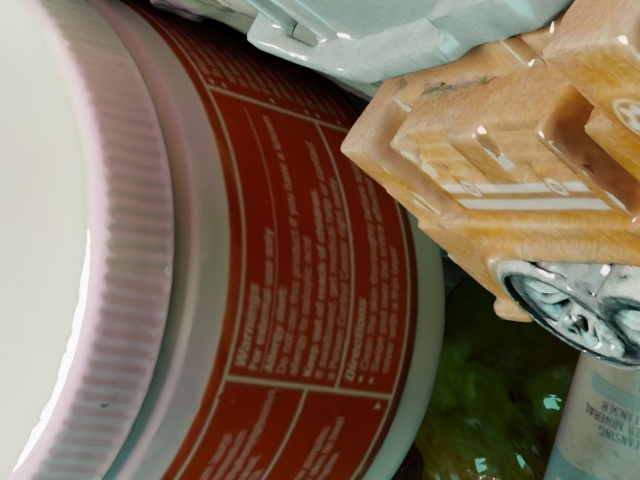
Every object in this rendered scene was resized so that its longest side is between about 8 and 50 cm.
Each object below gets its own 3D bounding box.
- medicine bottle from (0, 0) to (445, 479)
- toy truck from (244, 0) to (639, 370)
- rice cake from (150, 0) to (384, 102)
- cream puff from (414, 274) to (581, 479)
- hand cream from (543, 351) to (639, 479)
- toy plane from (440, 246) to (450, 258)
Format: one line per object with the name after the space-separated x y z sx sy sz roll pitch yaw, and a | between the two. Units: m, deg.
-0.107 0.020 0.775 0.253 0.252 0.241 10 178 36 | medicine bottle
0.105 -0.062 0.412 0.184 0.133 0.338 38 166 -19 | toy truck
0.046 -0.076 0.697 0.198 0.037 0.189 23 169 -29 | rice cake
0.183 0.122 1.129 0.282 0.185 0.281 39 147 32 | cream puff
0.158 0.112 0.934 0.111 0.070 0.312 18 132 18 | hand cream
0.000 0.000 1.068 0.229 0.092 0.244 3 177 -13 | toy plane
